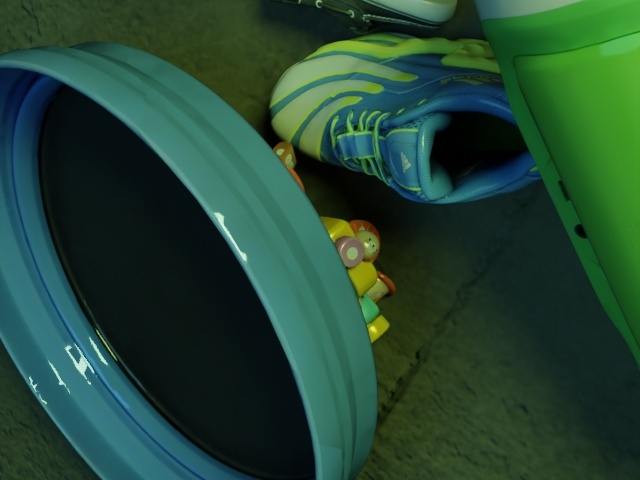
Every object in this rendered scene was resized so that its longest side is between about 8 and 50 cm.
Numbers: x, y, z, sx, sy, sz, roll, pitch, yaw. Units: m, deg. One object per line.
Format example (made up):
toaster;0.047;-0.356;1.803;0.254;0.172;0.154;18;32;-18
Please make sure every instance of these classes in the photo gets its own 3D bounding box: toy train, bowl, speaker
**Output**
toy train;0.000;0.000;0.675;0.125;0.046;0.166;35;156;39
bowl;-0.119;0.047;0.711;0.391;0.077;0.391;29;135;33
speaker;0.175;-0.032;0.470;0.131;0.131;0.296;-12;119;36

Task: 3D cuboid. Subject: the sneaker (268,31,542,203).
sneaker;0.048;-0.073;0.591;0.240;0.126;0.091;3;106;33

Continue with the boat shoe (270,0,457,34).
boat shoe;0.022;-0.153;0.636;0.142;0.049;0.040;27;124;32
